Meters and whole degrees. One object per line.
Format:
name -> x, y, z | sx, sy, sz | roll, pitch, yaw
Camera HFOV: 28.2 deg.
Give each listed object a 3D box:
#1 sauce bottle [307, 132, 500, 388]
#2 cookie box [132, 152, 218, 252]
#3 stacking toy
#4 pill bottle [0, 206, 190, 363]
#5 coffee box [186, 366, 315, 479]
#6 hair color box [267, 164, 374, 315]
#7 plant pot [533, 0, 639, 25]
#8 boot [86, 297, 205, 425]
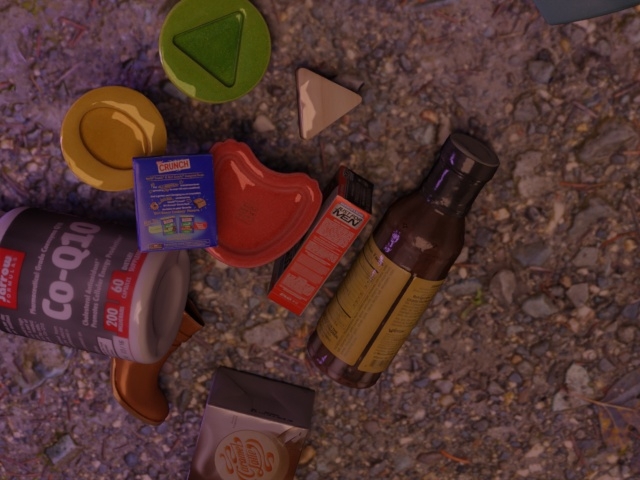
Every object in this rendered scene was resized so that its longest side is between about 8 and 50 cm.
sauce bottle -> 0.106, 0.026, 1.568 | 0.111, 0.111, 0.344 | 28, 115, -9
cookie box -> -0.165, -0.044, 1.452 | 0.092, 0.040, 0.107 | -4, 99, -13
stacking toy -> -0.130, -0.136, 1.537 | 0.309, 0.130, 0.279 | 35, 88, -16
pill bottle -> -0.318, 0.047, 1.567 | 0.283, 0.161, 0.161 | 11, 118, 12
coffee box -> -0.107, 0.310, 1.734 | 0.141, 0.098, 0.246 | 16, 117, -3
hair color box -> 0.000, 0.000, 1.573 | 0.053, 0.093, 0.167 | 31, 114, -11
plant pot -> 0.318, -0.340, 1.343 | 0.234, 0.165, 0.165 | -29, 111, 25
boot -> -0.214, 0.144, 1.678 | 0.152, 0.073, 0.197 | -28, 114, 13
